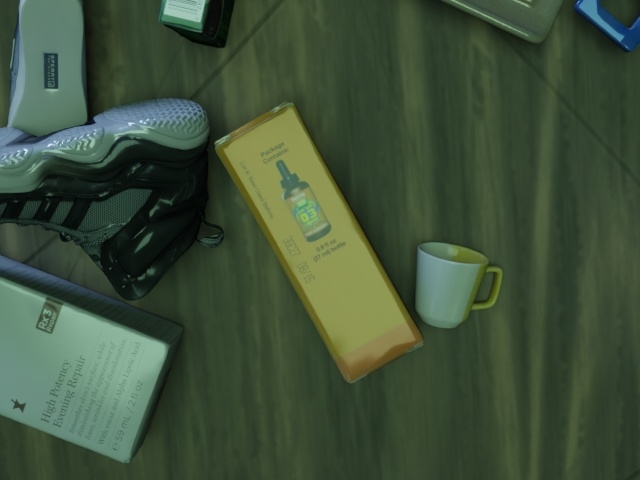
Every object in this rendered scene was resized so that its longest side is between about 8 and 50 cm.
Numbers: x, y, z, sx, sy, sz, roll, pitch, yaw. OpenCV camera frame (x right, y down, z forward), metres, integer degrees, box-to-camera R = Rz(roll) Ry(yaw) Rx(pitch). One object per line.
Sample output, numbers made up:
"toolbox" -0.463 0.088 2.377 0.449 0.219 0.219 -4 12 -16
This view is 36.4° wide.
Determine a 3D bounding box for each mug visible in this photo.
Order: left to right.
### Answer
"mug" 0.116 0.042 0.844 0.078 0.062 0.064 12 104 8

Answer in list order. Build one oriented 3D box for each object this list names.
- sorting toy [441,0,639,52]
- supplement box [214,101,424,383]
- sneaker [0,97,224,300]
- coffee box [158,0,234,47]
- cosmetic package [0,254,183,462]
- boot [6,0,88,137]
"sorting toy" 0.140 -0.285 0.816 0.347 0.047 0.196 25 90 -3
"supplement box" 0.000 0.000 0.836 0.078 0.080 0.233 -28 95 4
"sneaker" -0.211 -0.018 0.805 0.268 0.101 0.153 -14 114 -7
"coffee box" -0.084 -0.257 0.795 0.040 0.113 0.184 13 95 2
"cosmetic package" -0.248 0.093 0.853 0.231 0.085 0.117 20 96 -1
"boot" -0.232 -0.146 0.841 0.069 0.086 0.190 6 124 -18
